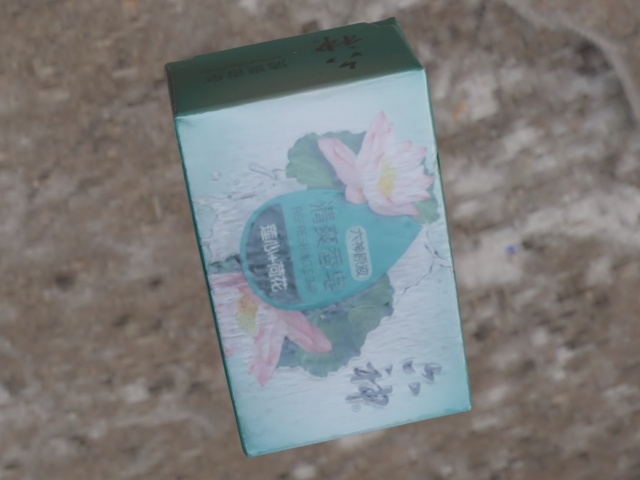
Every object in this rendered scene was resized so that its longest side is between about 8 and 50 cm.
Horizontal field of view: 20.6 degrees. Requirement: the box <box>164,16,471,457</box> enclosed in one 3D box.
[{"bbox_3d":[0.000,0.000,1.090,0.153,0.092,0.245,-13,117,-3],"label":"box"}]
